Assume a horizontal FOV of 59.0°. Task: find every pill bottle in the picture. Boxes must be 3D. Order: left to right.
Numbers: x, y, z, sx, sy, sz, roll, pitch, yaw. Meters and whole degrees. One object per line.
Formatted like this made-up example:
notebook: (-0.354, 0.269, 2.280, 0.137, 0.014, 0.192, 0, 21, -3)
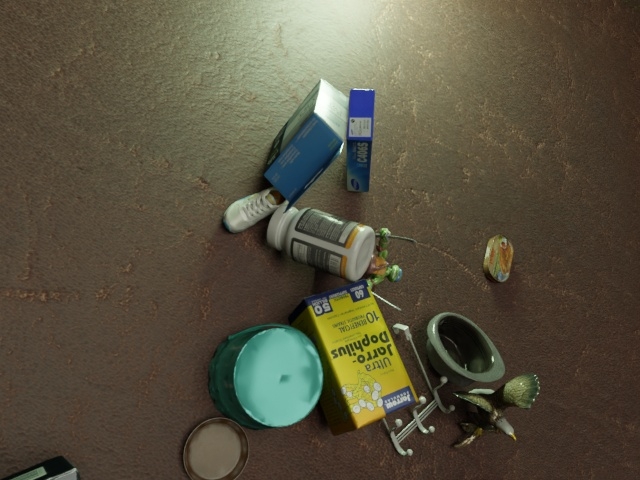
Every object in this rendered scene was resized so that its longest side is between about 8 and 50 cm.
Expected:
pill bottle: (0.000, 0.000, 1.592, 0.278, 0.162, 0.162, 20, 59, 21)

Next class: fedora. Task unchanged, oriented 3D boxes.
fedora: (0.436, 0.365, 1.798, 0.243, 0.124, 0.275, -8, 50, -37)

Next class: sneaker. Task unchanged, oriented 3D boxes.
sneaker: (-0.180, -0.100, 1.627, 0.228, 0.092, 0.087, -34, 95, -32)

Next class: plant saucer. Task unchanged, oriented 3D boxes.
plant saucer: (-0.264, 0.532, 1.425, 0.168, 0.029, 0.168, 4, 80, -26)

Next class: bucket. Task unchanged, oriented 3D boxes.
bucket: (-0.136, 0.353, 1.460, 0.281, 0.183, 0.281, 7, 73, -25)

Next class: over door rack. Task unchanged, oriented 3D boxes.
over door rack: (0.259, 0.448, 1.713, 0.239, 0.108, 0.324, -31, 92, -34)

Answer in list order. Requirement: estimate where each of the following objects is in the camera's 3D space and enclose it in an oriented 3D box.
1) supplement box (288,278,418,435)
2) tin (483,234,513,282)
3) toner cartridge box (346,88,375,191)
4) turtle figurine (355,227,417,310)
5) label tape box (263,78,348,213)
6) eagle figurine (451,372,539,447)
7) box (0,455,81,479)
supplement box: (0.079, 0.318, 1.543, 0.194, 0.195, 0.357, -16, 73, -23)
tin: (0.658, 0.067, 2.096, 0.106, 0.040, 0.190, 33, 62, -23)
toner cartridge box: (0.120, -0.292, 1.714, 0.075, 0.348, 0.165, 5, 71, 5)
turtle figurine: (0.133, 0.050, 1.681, 0.266, 0.275, 0.198, 17, 100, -1)
label tape box: (-0.044, -0.269, 1.585, 0.115, 0.249, 0.348, 34, 33, -17)
eagle figurine: (0.528, 0.506, 1.724, 0.226, 0.225, 0.298, -47, 144, -36)
box: (-0.536, 0.655, 1.085, 0.212, 0.293, 0.395, -16, 84, -32)
